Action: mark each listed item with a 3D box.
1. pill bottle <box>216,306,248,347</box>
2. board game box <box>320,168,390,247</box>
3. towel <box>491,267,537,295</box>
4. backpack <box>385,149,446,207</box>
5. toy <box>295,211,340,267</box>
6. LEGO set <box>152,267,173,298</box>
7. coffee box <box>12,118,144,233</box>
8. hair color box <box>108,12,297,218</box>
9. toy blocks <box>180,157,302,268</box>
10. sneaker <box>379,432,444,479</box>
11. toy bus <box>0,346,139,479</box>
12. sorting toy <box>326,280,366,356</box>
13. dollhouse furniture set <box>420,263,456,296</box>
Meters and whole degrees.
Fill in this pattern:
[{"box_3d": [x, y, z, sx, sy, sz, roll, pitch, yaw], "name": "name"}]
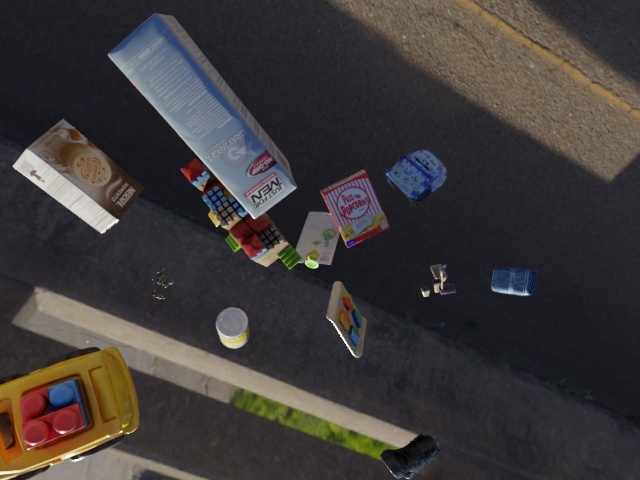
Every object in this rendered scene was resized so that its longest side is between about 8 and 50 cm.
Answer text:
[{"box_3d": [-0.334, 0.343, 1.720, 0.118, 0.117, 0.215, 10, 152, -2], "name": "pill bottle"}, {"box_3d": [0.105, -0.095, 1.353, 0.147, 0.045, 0.193, -27, 110, 2], "name": "board game box"}, {"box_3d": [0.481, 0.102, 1.112, 0.029, 0.067, 0.119, 16, 173, -23], "name": "towel"}, {"box_3d": [0.319, -0.218, 1.456, 0.173, 0.158, 0.117, -39, 161, 3], "name": "backpack"}, {"box_3d": [0.000, 0.000, 1.520, 0.137, 0.237, 0.056, 3, 135, 18], "name": "toy"}, {"box_3d": [-0.424, 0.115, 1.190, 0.054, 0.083, 0.023, 29, 158, -15], "name": "LEGO set"}, {"box_3d": [-0.588, -0.156, 1.109, 0.098, 0.141, 0.246, -26, 122, 34], "name": "coffee box"}, {"box_3d": [-0.208, -0.238, 0.870, 0.114, 0.185, 0.374, -36, 116, 8], "name": "hair color box"}, {"box_3d": [-0.219, -0.082, 1.206, 0.191, 0.261, 0.381, -38, 80, -1], "name": "toy blocks"}, {"box_3d": [0.169, 0.379, 0.800, 0.089, 0.051, 0.170, -43, 141, -2], "name": "sneaker"}, {"box_3d": [-0.367, 0.234, 0.581, 0.221, 0.149, 0.211, -17, 171, -20], "name": "toy bus"}, {"box_3d": [0.100, 0.267, 1.544, 0.038, 0.193, 0.208, -22, 117, 25], "name": "sorting toy"}, {"box_3d": [0.308, 0.084, 1.221, 0.091, 0.114, 0.081, -10, 120, 2], "name": "dollhouse furniture set"}]
